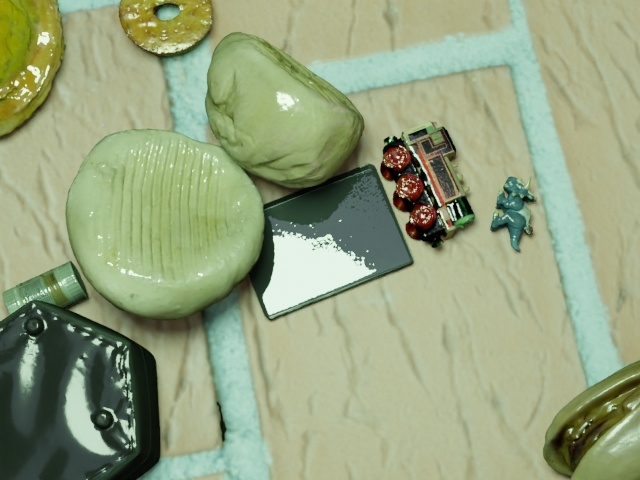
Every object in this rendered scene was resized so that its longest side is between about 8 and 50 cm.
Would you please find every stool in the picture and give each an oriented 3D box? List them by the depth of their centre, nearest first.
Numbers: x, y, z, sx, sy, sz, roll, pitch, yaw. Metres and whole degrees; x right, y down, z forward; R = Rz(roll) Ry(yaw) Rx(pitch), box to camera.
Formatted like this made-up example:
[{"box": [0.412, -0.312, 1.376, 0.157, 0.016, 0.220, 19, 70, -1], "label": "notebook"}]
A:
[{"box": [-0.281, 0.181, 1.346, 0.232, 0.141, 0.232, 0, 77, 2], "label": "stool"}]

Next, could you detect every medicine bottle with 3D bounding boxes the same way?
[{"box": [-0.307, 0.060, 1.423, 0.083, 0.047, 0.047, -26, 78, -3], "label": "medicine bottle"}]

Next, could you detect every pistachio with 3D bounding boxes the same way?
[{"box": [0.337, 0.199, 1.334, 0.206, 0.131, 0.129, -30, 33, 1], "label": "pistachio"}]

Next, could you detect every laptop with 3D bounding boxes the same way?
[{"box": [0.000, 0.000, 1.439, 0.180, 0.016, 0.129, -21, 77, -2], "label": "laptop"}]

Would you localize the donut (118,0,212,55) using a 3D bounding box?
[{"box": [-0.179, -0.257, 1.489, 0.108, 0.043, 0.097, -2, 77, 1], "label": "donut"}]

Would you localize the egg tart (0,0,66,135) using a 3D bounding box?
[{"box": [-0.439, -0.240, 1.465, 0.288, 0.118, 0.288, -1, 78, 7], "label": "egg tart"}]

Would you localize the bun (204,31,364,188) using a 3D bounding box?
[{"box": [-0.055, -0.138, 1.392, 0.193, 0.178, 0.128, 40, 103, 16], "label": "bun"}]

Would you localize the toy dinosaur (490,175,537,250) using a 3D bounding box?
[{"box": [0.218, -0.032, 1.428, 0.047, 0.030, 0.083, 12, 79, 7], "label": "toy dinosaur"}]

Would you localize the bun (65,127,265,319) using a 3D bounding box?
[{"box": [-0.170, -0.009, 1.388, 0.231, 0.133, 0.231, 8, 58, -12], "label": "bun"}]

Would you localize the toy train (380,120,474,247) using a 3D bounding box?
[{"box": [0.122, -0.062, 1.430, 0.087, 0.050, 0.137, -22, 78, -6], "label": "toy train"}]
